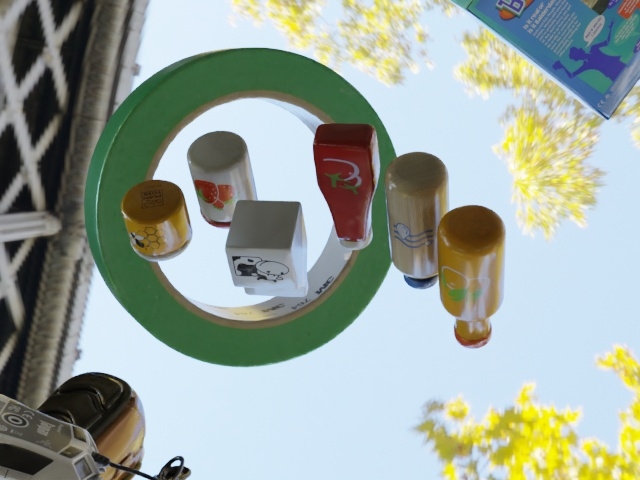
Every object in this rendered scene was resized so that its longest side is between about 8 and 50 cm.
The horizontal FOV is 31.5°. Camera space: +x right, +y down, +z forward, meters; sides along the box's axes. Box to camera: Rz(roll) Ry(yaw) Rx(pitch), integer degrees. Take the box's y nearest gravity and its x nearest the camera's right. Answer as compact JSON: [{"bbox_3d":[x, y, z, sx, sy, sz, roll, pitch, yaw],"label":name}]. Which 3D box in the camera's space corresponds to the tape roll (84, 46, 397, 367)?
[{"bbox_3d":[-0.074,-0.035,1.154,0.321,0.077,0.321,-3,-81,-20],"label":"tape roll"}]

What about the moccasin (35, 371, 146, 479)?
[{"bbox_3d":[-0.310,0.283,1.078,0.139,0.380,0.147,9,-55,29],"label":"moccasin"}]

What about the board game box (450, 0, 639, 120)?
[{"bbox_3d":[0.236,-0.228,1.027,0.210,0.047,0.160,30,-78,-34],"label":"board game box"}]

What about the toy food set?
[{"bbox_3d":[0.000,0.000,0.718,0.232,0.111,0.105,1,-43,9],"label":"toy food set"}]

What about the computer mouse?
[{"bbox_3d":[-0.184,0.151,0.773,0.192,0.106,0.042,23,-78,-5],"label":"computer mouse"}]
